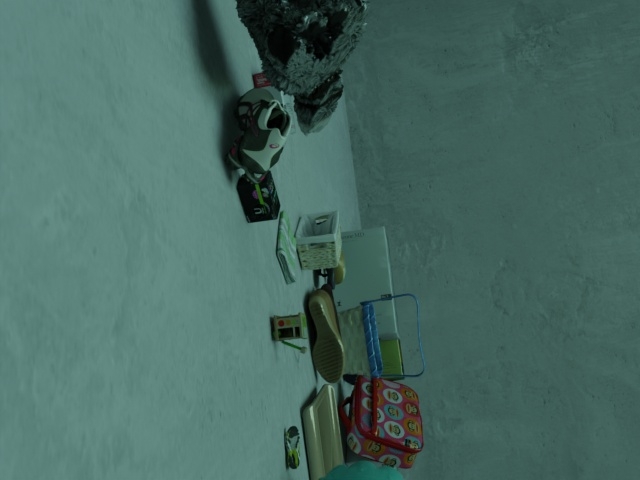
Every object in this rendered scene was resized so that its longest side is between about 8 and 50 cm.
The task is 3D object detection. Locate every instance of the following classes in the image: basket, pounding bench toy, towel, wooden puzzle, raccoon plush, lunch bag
[{"bbox_3d":[0.171,0.301,1.936,0.201,0.288,0.255,10,75,-75],"label":"basket"},{"bbox_3d":[0.000,0.000,1.711,0.167,0.113,0.103,-79,161,-63],"label":"basket"},{"bbox_3d":[-0.063,0.195,1.288,0.052,0.065,0.084,49,34,-75],"label":"pounding bench toy"},{"bbox_3d":[-0.077,0.016,1.496,0.152,0.023,0.113,-88,168,-47],"label":"towel"},{"bbox_3d":[0.002,0.488,1.537,0.238,0.044,0.221,-4,86,-76],"label":"wooden puzzle"},{"bbox_3d":[-0.103,-0.403,1.175,0.299,0.216,0.446,48,-28,13],"label":"raccoon plush"},{"bbox_3d":[0.182,0.554,1.951,0.293,0.258,0.120,-82,-168,-63],"label":"lunch bag"}]

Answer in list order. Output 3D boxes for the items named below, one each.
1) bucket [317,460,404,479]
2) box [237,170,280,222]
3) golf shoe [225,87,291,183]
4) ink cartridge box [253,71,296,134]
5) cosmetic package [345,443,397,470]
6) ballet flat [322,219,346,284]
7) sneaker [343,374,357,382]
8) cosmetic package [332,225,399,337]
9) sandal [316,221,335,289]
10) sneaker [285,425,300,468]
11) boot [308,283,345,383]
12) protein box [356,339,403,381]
[{"bbox_3d":[0.075,0.583,1.180,0.183,0.280,0.282,-37,119,-70],"label":"bucket"},{"bbox_3d":[-0.118,-0.084,1.205,0.052,0.062,0.083,-83,162,-55],"label":"box"},{"bbox_3d":[-0.099,-0.222,1.194,0.105,0.120,0.273,35,33,-29],"label":"golf shoe"},{"bbox_3d":[-0.107,-0.323,1.485,0.109,0.063,0.151,-60,142,-76],"label":"ink cartridge box"},{"bbox_3d":[0.170,0.698,2.027,0.184,0.151,0.152,-81,161,-59],"label":"cosmetic package"},{"bbox_3d":[0.032,0.035,2.071,0.073,0.080,0.233,28,46,-44],"label":"ballet flat"},{"bbox_3d":[0.096,0.420,2.127,0.059,0.053,0.144,-83,164,-65],"label":"sneaker"},{"bbox_3d":[0.151,0.161,2.195,0.156,0.217,0.385,56,25,-70],"label":"cosmetic package"},{"bbox_3d":[0.005,0.054,1.924,0.097,0.054,0.255,83,-4,-46],"label":"sandal"},{"bbox_3d":[-0.057,0.420,1.265,0.035,0.031,0.083,96,-5,-68],"label":"sneaker"},{"bbox_3d":[0.029,0.250,1.732,0.207,0.090,0.249,-29,107,-78],"label":"boot"},{"bbox_3d":[0.194,0.410,2.272,0.136,0.199,0.201,58,25,-69],"label":"protein box"}]
